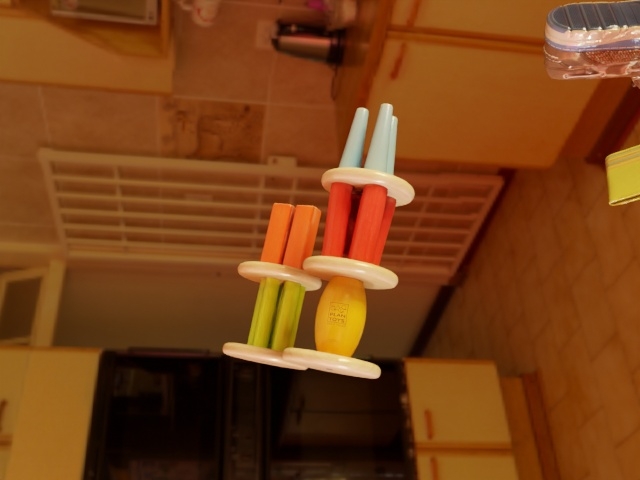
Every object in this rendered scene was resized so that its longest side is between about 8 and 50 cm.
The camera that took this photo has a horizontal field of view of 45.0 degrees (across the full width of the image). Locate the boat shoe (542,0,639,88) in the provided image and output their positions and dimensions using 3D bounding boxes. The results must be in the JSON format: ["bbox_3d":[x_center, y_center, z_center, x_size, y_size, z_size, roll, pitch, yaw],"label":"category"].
[{"bbox_3d":[0.286,-0.170,0.673,0.066,0.183,0.066,85,-169,-47],"label":"boat shoe"}]

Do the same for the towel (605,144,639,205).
[{"bbox_3d":[0.515,-0.110,1.249,0.021,0.102,0.237,64,-154,-14],"label":"towel"}]

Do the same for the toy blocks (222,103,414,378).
[{"bbox_3d":[0.000,0.000,0.450,0.123,0.054,0.148,-6,68,55],"label":"toy blocks"}]
